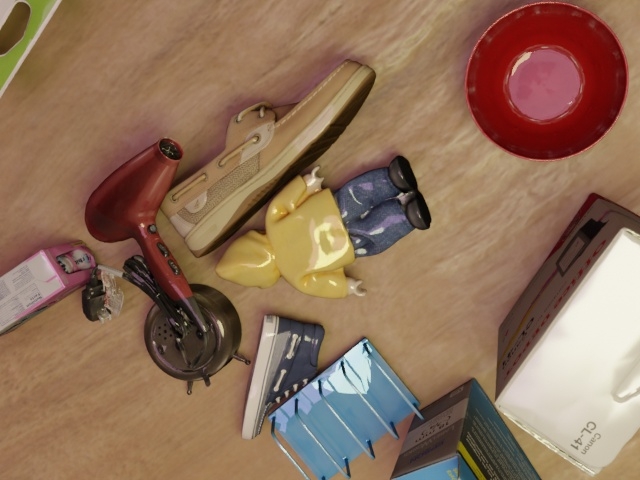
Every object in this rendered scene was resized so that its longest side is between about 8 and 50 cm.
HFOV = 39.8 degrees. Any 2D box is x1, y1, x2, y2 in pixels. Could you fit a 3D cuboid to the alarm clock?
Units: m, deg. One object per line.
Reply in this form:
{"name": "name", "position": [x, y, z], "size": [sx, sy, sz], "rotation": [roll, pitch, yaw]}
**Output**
{"name": "alarm clock", "position": [-0.188, 0.112, 1.222], "size": [0.129, 0.064, 0.192], "rotation": [-29, 88, 16]}

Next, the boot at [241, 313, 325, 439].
{"name": "boot", "position": [-0.053, 0.194, 1.200], "size": [0.086, 0.069, 0.190], "rotation": [11, 112, -7]}

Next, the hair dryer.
{"name": "hair dryer", "position": [-0.214, 0.003, 1.150], "size": [0.224, 0.080, 0.293], "rotation": [18, 117, 25]}

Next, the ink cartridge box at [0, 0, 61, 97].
{"name": "ink cartridge box", "position": [-0.466, -0.339, 1.202], "size": [0.255, 0.097, 0.188], "rotation": [39, 104, 3]}

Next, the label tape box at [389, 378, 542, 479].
{"name": "label tape box", "position": [0.191, 0.328, 1.020], "size": [0.106, 0.334, 0.240], "rotation": [-33, 89, 15]}

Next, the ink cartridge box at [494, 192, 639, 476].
{"name": "ink cartridge box", "position": [0.304, 0.083, 0.973], "size": [0.131, 0.306, 0.226], "rotation": [34, 104, 6]}

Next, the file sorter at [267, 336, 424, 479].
{"name": "file sorter", "position": [0.032, 0.230, 1.138], "size": [0.170, 0.104, 0.118], "rotation": [-39, 93, 1]}

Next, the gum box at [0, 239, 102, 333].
{"name": "gum box", "position": [-0.409, 0.071, 1.241], "size": [0.188, 0.107, 0.062], "rotation": [-31, 90, 16]}

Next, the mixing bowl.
{"name": "mixing bowl", "position": [0.267, -0.187, 1.049], "size": [0.182, 0.098, 0.181], "rotation": [2, 99, 13]}

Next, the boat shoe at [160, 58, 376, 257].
{"name": "boat shoe", "position": [-0.076, -0.120, 1.128], "size": [0.341, 0.122, 0.110], "rotation": [-42, 86, 17]}

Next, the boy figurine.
{"name": "boy figurine", "position": [0.000, 0.000, 1.144], "size": [0.285, 0.092, 0.177], "rotation": [-26, 92, 16]}
